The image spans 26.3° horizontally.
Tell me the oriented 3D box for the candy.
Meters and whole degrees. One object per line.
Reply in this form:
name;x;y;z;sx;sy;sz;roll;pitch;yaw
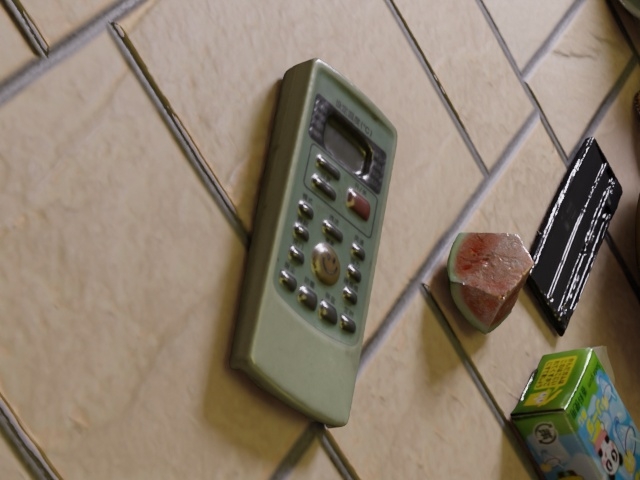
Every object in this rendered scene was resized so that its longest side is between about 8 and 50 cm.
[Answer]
candy;0.255;0.205;1.266;0.194;0.062;0.097;59;39;-17

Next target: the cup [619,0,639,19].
cup;0.465;-0.363;1.670;0.234;0.186;0.258;6;67;-58

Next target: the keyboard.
keyboard;0.258;-0.012;1.396;0.087;0.017;0.250;55;41;-21

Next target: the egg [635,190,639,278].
egg;0.483;-0.004;1.439;0.301;0.301;0.373;31;45;-40

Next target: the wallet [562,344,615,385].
wallet;0.264;0.127;1.349;0.083;0.011;0.044;-1;76;-50

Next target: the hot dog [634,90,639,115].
hot dog;0.454;-0.183;1.599;0.099;0.192;0.053;54;-10;42

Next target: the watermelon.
watermelon;0.153;0.039;1.205;0.092;0.072;0.084;46;62;-35

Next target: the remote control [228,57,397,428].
remote control;0.000;0.000;1.057;0.123;0.038;0.285;38;48;-36
